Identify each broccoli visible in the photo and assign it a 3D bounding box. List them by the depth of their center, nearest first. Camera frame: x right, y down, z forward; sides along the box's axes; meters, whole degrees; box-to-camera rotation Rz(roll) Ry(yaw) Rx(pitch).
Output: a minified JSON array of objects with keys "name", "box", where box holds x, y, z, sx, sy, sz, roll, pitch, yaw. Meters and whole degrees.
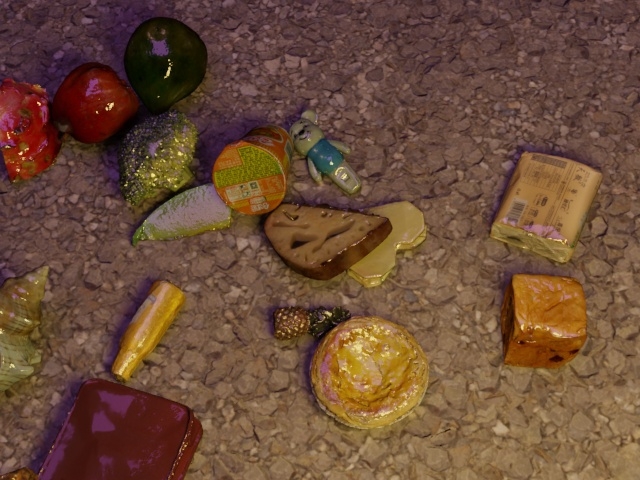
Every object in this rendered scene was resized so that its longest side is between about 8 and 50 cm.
[{"name":"broccoli","box":[-0.358,-0.189,2.074,0.198,0.226,0.176,-21,93,31]}]

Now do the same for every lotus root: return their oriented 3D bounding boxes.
[{"name":"lotus root","box":[0.000,0.000,1.956,0.261,0.074,0.170,15,61,28]}]

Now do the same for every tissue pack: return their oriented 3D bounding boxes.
[{"name":"tissue pack","box":[0.481,-0.078,1.998,0.186,0.090,0.222,19,61,16]}]

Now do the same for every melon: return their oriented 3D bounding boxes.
[{"name":"melon","box":[-0.293,-0.047,2.063,0.262,0.053,0.114,-23,79,-6]}]

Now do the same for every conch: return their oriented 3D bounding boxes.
[{"name":"conch","box":[-0.641,0.218,1.862,0.203,0.170,0.386,30,99,43]}]

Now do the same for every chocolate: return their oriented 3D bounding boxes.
[{"name":"chocolate","box":[-0.354,0.186,1.900,0.086,0.085,0.219,20,65,14]}]

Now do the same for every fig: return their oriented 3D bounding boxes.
[{"name":"fig","box":[-0.362,-0.392,2.183,0.196,0.195,0.244,-2,66,2]}]

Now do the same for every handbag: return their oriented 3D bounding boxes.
[{"name":"handbag","box":[-0.383,0.415,1.758,0.260,0.084,0.275,13,63,13]}]

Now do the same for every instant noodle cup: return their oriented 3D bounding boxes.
[{"name":"instant noodle cup","box":[-0.132,-0.170,2.028,0.169,0.168,0.185,7,29,8]}]

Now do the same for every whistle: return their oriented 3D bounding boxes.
[{"name":"whistle","box":[0.004,-0.194,2.106,0.114,0.077,0.235,-43,67,1]}]

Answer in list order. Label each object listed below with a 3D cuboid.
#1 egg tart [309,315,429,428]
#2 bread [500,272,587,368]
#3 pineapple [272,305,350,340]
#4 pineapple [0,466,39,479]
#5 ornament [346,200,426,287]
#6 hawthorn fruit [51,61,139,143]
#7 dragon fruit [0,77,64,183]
[{"name":"egg tart","box":[0.094,0.258,1.818,0.234,0.094,0.234,0,61,1]},{"name":"bread","box":[0.432,0.155,1.830,0.143,0.149,0.158,6,60,3]},{"name":"pineapple","box":[-0.016,0.164,1.897,0.160,0.074,0.074,-4,59,-4]},{"name":"pineapple","box":[-0.523,0.528,1.642,0.128,0.128,0.248,-19,86,-8]},{"name":"ornament","box":[0.113,-0.010,2.001,0.180,0.059,0.201,36,69,27]},{"name":"hawthorn fruit","box":[-0.523,-0.301,2.147,0.185,0.185,0.202,40,84,23]},{"name":"dragon fruit","box":[-0.665,-0.274,2.141,0.126,0.161,0.274,-8,57,2]}]
